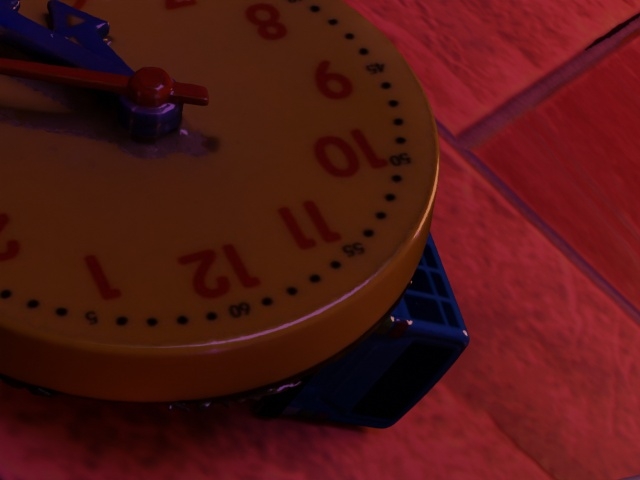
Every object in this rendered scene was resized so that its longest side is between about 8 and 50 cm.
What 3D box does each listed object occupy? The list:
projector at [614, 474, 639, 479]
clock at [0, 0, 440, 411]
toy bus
[{"bbox_3d":[0.227,0.231,0.892,0.198,0.108,0.250,-3,51,-45],"label":"projector"},{"bbox_3d":[-0.083,-0.054,0.868,0.277,0.071,0.293,-20,54,-24],"label":"clock"},{"bbox_3d":[0.000,0.000,0.961,0.106,0.090,0.184,12,43,-32],"label":"toy bus"}]
